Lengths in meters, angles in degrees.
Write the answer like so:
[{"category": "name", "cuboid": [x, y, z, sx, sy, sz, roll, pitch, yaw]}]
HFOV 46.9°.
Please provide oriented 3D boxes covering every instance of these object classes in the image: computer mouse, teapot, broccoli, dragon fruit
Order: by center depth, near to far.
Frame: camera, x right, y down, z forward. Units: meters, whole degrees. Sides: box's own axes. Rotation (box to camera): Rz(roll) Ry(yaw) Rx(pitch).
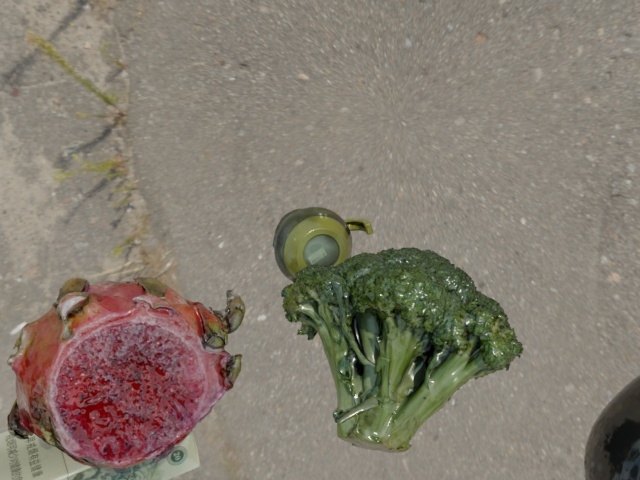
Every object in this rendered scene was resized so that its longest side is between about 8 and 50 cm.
[{"category": "dragon fruit", "cuboid": [-0.199, 0.128, 0.770, 0.282, 0.147, 0.211, -26, 95, -14]}, {"category": "computer mouse", "cuboid": [0.480, 0.224, 0.972, 0.323, 0.183, 0.116, -39, 97, 6]}, {"category": "broccoli", "cuboid": [0.099, 0.142, 1.013, 0.303, 0.321, 0.284, 26, 68, -21]}, {"category": "teapot", "cuboid": [0.000, 0.000, 1.198, 0.165, 0.119, 0.130, -20, 110, -13]}]

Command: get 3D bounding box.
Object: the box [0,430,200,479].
[{"category": "box", "cuboid": [-0.313, 0.289, 1.002, 0.256, 0.164, 0.069, -17, 113, -22]}]
